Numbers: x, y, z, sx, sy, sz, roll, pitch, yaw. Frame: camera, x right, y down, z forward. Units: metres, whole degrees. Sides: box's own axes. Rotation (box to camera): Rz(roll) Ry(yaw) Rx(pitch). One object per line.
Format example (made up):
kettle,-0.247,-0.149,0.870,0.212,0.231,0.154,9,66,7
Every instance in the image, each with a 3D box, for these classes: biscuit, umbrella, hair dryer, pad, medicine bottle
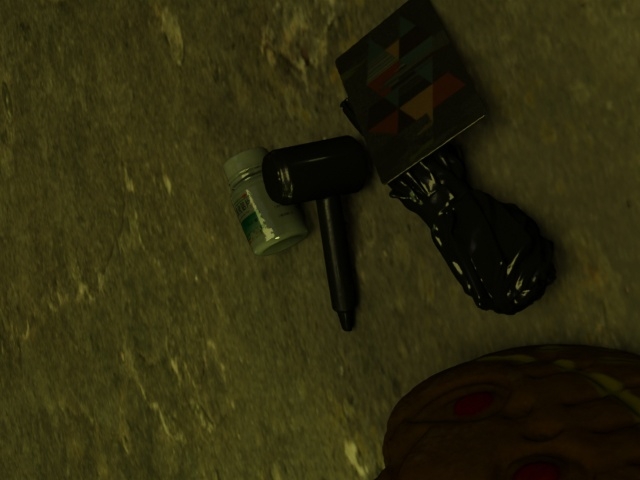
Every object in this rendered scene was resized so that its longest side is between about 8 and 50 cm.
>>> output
biscuit,0.190,0.188,0.645,0.394,0.350,0.070,-149,43,-71
umbrella,0.130,-0.057,0.852,0.340,0.118,0.118,50,117,30
hair dryer,0.001,0.000,0.934,0.070,0.114,0.248,22,122,63
pad,0.096,-0.180,0.860,0.143,0.003,0.211,-35,53,24
medicine bottle,-0.075,-0.052,0.986,0.080,0.080,0.130,-31,77,30
